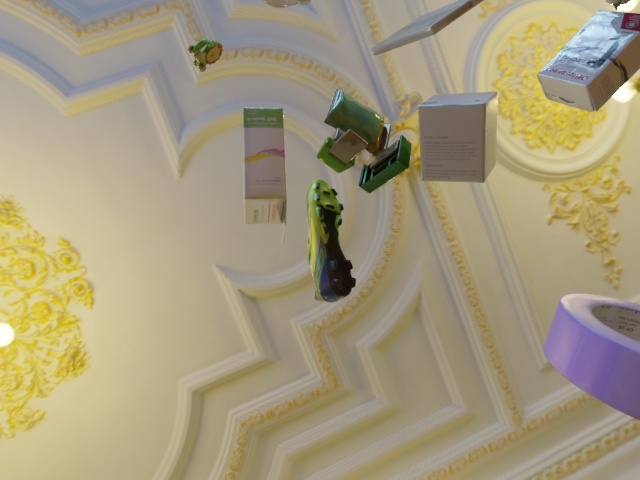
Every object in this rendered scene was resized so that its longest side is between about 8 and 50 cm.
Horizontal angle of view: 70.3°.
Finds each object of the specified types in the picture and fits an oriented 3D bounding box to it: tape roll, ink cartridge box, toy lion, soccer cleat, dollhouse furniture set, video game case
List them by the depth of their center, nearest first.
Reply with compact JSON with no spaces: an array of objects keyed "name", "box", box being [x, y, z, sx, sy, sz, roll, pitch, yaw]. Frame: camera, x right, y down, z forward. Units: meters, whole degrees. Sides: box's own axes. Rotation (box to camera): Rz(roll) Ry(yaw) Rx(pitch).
[{"name":"tape roll","box":[0.494,0.175,0.682,0.274,0.275,0.090,8,-74,-11]},{"name":"ink cartridge box","box":[0.417,-0.272,0.685,0.135,0.099,0.056,-47,-53,5]},{"name":"soccer cleat","box":[-0.001,0.000,1.039,0.093,0.121,0.289,4,-111,-42]},{"name":"video game case","box":[0.271,-0.554,1.168,0.206,0.227,0.026,-40,-64,-21]},{"name":"dollhouse furniture set","box":[0.130,-0.311,1.224,0.197,0.151,0.301,32,-131,-21]},{"name":"toy lion","box":[-0.315,-0.525,1.269,0.096,0.100,0.034,-43,-98,-9]},{"name":"ink cartridge box","box":[-0.164,-0.177,1.314,0.119,0.207,0.353,-1,-108,-9]}]

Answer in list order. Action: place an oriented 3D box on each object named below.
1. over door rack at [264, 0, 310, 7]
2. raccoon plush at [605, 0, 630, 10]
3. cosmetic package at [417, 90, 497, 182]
[{"name":"over door rack","box":[0.014,-0.406,0.376,0.108,0.239,0.324,11,-99,-5]},{"name":"raccoon plush","box":[0.565,-0.434,0.664,0.216,0.299,0.446,-39,-125,21]},{"name":"cosmetic package","box":[0.330,-0.248,1.083,0.151,0.151,0.184,7,-62,29]}]
